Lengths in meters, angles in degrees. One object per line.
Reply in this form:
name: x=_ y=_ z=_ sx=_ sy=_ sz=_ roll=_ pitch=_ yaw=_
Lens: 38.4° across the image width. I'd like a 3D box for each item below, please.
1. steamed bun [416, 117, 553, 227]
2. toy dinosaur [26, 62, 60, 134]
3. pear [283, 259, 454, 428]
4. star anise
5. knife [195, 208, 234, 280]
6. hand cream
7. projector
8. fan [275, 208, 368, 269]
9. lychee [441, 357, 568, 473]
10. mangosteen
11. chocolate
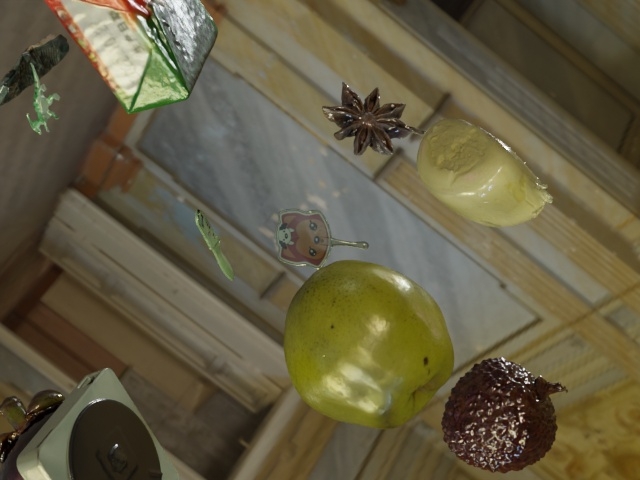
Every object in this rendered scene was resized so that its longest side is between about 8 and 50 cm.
steamed bun: x=0.327 y=-0.121 z=1.909 sx=0.166 sy=0.232 sz=0.273 roll=-50 pitch=-137 yaw=0
toy dinosaur: x=-0.358 y=-0.176 z=1.166 sx=0.062 sy=0.083 sz=0.021 roll=-31 pitch=173 yaw=39
pear: x=0.070 y=0.167 z=1.532 sx=0.294 sy=0.294 sz=0.294 roll=-52 pitch=-176 yaw=6
star anise: x=0.128 y=-0.279 z=2.218 sx=0.081 sy=0.262 sz=0.230 roll=107 pitch=-2 yaw=-51
knife: x=-0.245 y=0.014 z=2.156 sx=0.293 sy=0.019 sz=0.043 roll=68 pitch=32 yaw=-56
hand cream: x=-0.559 y=-0.333 z=1.787 sx=0.248 sy=0.052 sz=0.075 roll=-67 pitch=175 yaw=-47
projector: x=-0.358 y=0.381 z=1.505 sx=0.079 sy=0.259 sz=0.257 roll=-22 pitch=-163 yaw=23
fan: x=0.000 y=0.000 z=1.963 sx=0.009 sy=0.220 sz=0.132 roll=-27 pitch=121 yaw=-62
lychee: x=0.416 y=0.392 z=2.086 sx=0.300 sy=0.264 sz=0.264 roll=-30 pitch=-173 yaw=7
mangosteen: x=-0.504 y=0.441 z=1.845 sx=0.297 sy=0.293 sz=0.297 roll=-13 pitch=-179 yaw=0
chocolate: x=-0.378 y=-0.468 z=1.862 sx=0.161 sy=0.341 sz=0.360 roll=-25 pitch=-153 yaw=19
